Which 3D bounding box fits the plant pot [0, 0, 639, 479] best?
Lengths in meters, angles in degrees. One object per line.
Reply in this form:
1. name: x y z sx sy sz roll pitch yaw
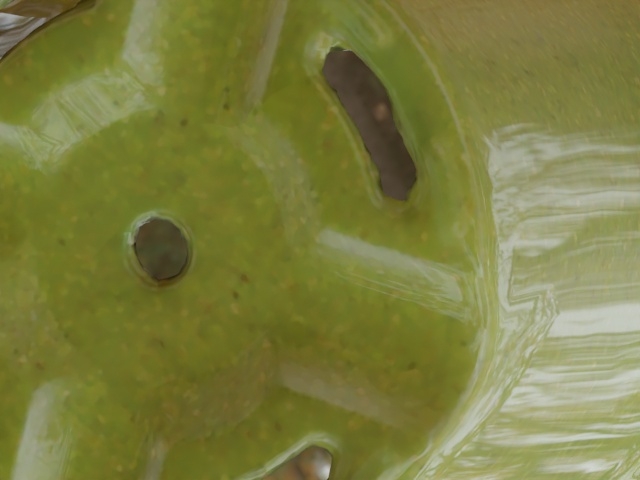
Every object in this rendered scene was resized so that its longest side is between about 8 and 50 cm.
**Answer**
1. plant pot: 0.000 0.000 0.606 0.276 0.276 0.254 -30 172 19
